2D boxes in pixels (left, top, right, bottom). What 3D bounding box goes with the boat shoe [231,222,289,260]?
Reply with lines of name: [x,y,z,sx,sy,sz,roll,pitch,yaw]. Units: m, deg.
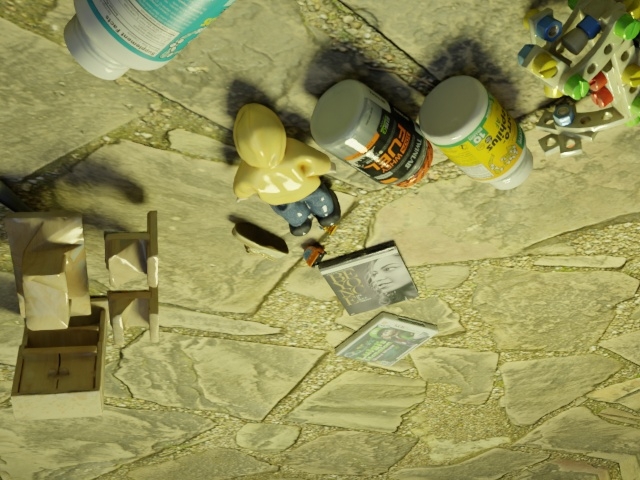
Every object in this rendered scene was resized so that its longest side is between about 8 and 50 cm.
boat shoe: [-0.119,0.008,1.523,0.045,0.050,0.135,-37,137,27]

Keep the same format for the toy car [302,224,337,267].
toy car: [0.000,0.000,1.568,0.040,0.060,0.122,35,121,12]

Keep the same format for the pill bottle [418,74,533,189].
pill bottle: [0.258,-0.164,1.306,0.117,0.118,0.208,-29,140,26]

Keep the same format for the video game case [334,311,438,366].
video game case: [0.157,0.240,1.940,0.173,0.022,0.190,17,138,-32]

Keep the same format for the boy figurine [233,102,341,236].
boy figurine: [-0.070,-0.110,1.332,0.177,0.092,0.285,-20,143,15]

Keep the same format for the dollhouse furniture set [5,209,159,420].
dollhouse furniture set: [-0.473,0.092,1.454,0.362,0.256,0.394,-2,128,-12]

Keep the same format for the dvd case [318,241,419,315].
dvd case: [0.106,0.086,1.714,0.164,0.018,0.221,-17,144,11]

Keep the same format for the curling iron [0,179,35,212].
curling iron: [-0.542,-0.095,1.299,0.068,0.035,0.274,-1,156,27]

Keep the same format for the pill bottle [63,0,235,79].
pill bottle: [-0.195,-0.305,0.977,0.264,0.146,0.146,-32,139,30]

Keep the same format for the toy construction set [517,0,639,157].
toy construction set: [0.404,-0.236,1.208,0.215,0.151,0.328,-39,150,0]

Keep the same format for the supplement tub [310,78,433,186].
supplement tub: [0.085,-0.161,1.272,0.117,0.117,0.190,-34,139,31]
